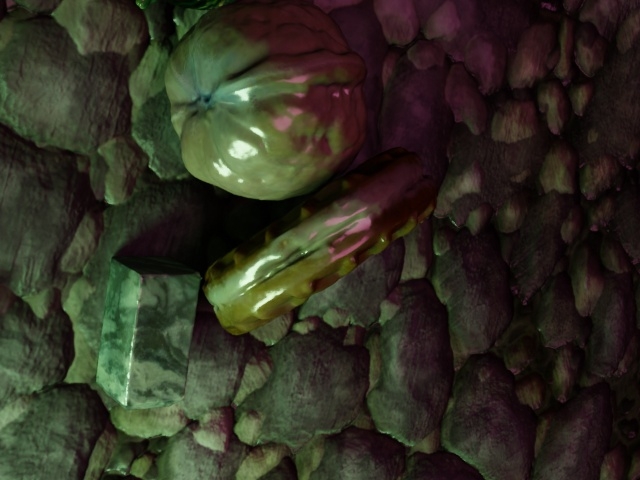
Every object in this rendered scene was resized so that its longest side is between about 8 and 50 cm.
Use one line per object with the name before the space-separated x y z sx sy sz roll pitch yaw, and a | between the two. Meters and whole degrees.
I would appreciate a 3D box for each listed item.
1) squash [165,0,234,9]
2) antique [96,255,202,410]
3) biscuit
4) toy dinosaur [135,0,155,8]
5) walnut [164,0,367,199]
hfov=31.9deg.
squash | -0.125 -0.355 1.220 0.218 0.218 0.172 -34 81 -25
antique | -0.217 0.117 1.397 0.088 0.086 0.183 1 104 -37
biscuit | 0.000 0.000 1.387 0.332 0.332 0.103 -32 89 -25
toy dinosaur | -0.245 -0.489 1.183 0.301 0.087 0.447 5 106 -40
walnut | -0.058 -0.171 1.335 0.248 0.248 0.248 -13 112 -34
